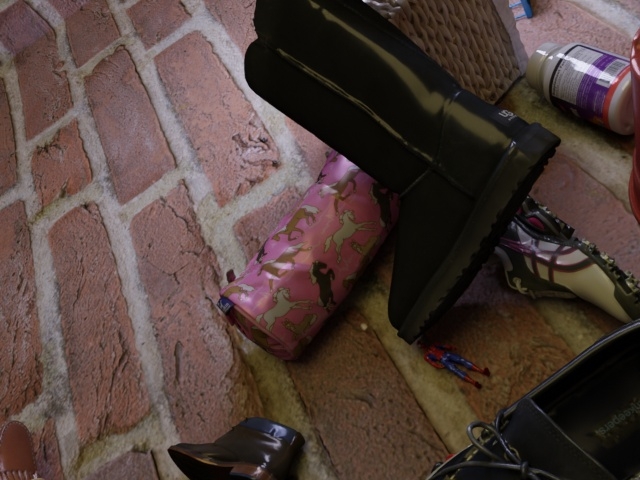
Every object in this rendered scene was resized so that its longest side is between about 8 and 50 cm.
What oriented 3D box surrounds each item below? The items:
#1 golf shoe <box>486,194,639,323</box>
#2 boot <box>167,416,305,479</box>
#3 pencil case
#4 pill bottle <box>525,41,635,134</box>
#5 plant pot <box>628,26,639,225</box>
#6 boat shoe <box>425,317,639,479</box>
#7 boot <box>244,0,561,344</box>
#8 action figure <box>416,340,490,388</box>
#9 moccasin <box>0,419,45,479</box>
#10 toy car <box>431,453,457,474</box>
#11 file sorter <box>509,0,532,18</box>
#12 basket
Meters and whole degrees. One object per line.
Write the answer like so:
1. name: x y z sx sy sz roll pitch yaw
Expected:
1. golf shoe: 0.328 0.045 0.996 0.120 0.105 0.273 -52 39 11
2. boot: -0.123 0.312 1.081 0.219 0.082 0.106 3 36 39
3. pencil case: 0.000 0.000 1.182 0.386 0.167 0.160 -52 13 -14
4. pill bottle: 0.419 -0.246 1.148 0.108 0.108 0.193 -44 44 -6
5. plant pot: 0.507 -0.156 0.908 0.272 0.265 0.272 -17 48 20
6. boat shoe: 0.239 0.251 0.781 0.500 0.156 0.187 -36 53 -9
7. boot: 0.054 -0.119 1.036 0.445 0.146 0.367 38 123 18
8. action figure: 0.179 0.166 1.025 0.115 0.030 0.038 23 75 44
9. moccasin: -0.452 0.439 1.120 0.147 0.139 0.380 -31 45 6
10. toy car: 0.089 0.383 0.887 0.225 0.053 0.239 -11 50 26
11. file sorter: 0.331 -0.507 1.410 0.104 0.118 0.170 -15 49 25
12. basket: 0.123 -0.350 1.264 0.328 0.331 0.266 28 75 42
